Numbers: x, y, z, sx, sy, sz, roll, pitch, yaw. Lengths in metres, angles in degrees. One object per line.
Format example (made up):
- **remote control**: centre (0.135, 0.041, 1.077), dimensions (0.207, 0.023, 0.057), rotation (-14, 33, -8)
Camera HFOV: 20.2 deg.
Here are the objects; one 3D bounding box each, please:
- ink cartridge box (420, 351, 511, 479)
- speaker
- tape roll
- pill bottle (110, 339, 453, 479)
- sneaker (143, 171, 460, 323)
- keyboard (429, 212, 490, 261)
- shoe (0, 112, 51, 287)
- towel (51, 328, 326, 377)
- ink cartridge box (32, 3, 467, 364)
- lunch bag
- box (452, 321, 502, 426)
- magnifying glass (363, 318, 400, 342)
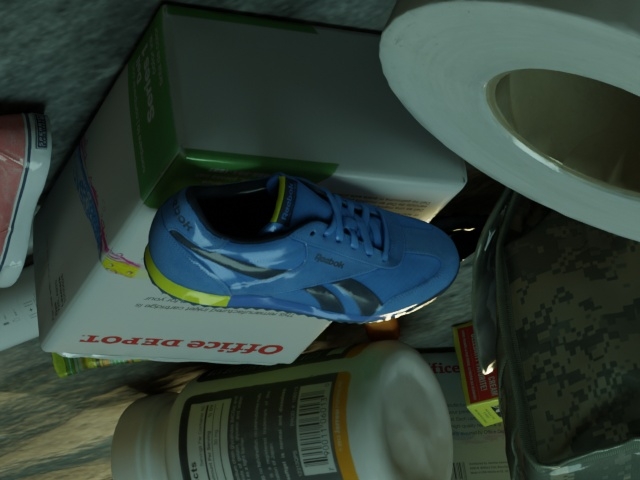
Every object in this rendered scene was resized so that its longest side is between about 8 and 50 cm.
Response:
- **ink cartridge box**: centre (0.123, 0.205, 1.682), dimensions (0.128, 0.176, 0.127), rotation (0, 155, -16)
- **speaker**: centre (-0.234, 0.052, 1.394), dimensions (0.136, 0.055, 0.055), rotation (-22, 151, 24)
- **tape roll**: centre (0.181, -0.097, 1.021), dimensions (0.286, 0.100, 0.286), rotation (23, 163, 7)
- **pill bottle**: centre (-0.036, 0.185, 1.586), dimensions (0.278, 0.162, 0.162), rotation (-12, 156, 30)
- **sneaker**: centre (0.000, 0.000, 1.087), dimensions (0.209, 0.069, 0.082), rotation (4, 144, -24)
- **keyboard**: centre (0.070, 0.004, 1.424), dimensions (0.100, 0.038, 0.192), rotation (-5, 163, -23)
- **shoe**: centre (-0.239, -0.028, 1.228), dimensions (0.081, 0.063, 0.178), rotation (2, 147, -19)
- **towel**: centre (-0.112, 0.075, 1.518), dimensions (0.237, 0.021, 0.102), rotation (-8, 155, -3)
- **ink cartridge box**: centre (-0.060, -0.026, 1.220), dimensions (0.201, 0.117, 0.278), rotation (5, 150, -26)
- **lunch bag**: centre (0.199, 0.071, 1.313), dimensions (0.169, 0.287, 0.235), rotation (-9, 150, 3)
- **box**: centre (0.239, 0.091, 1.592), dimensions (0.232, 0.087, 0.058), rotation (-16, 151, 16)
- **magnifying glass**: centre (0.045, 0.054, 1.472), dimensions (0.092, 0.026, 0.231), rotation (-12, 166, 2)
